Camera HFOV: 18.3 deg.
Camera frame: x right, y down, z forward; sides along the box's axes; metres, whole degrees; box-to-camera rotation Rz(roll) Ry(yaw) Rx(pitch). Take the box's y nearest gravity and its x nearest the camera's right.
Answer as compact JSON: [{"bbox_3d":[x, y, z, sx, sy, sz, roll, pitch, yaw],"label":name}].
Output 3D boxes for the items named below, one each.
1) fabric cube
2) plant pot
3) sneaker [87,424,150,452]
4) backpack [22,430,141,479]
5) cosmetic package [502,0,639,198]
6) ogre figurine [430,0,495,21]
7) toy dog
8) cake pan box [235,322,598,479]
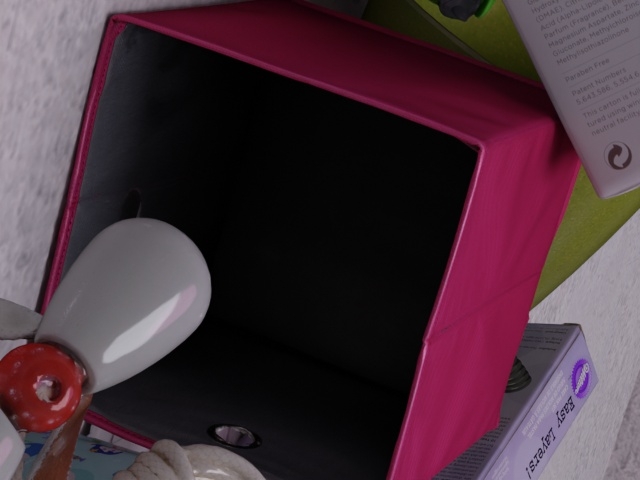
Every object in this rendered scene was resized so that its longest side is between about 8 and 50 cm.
[{"bbox_3d":[0.000,0.000,1.300,0.258,0.254,0.259,-23,130,-66],"label":"fabric cube"},{"bbox_3d":[0.095,-0.026,1.565,0.293,0.275,0.275,-58,164,18],"label":"plant pot"},{"bbox_3d":[-0.120,0.187,1.377,0.232,0.115,0.090,-61,159,-21],"label":"sneaker"},{"bbox_3d":[-0.165,0.233,1.150,0.253,0.225,0.191,-40,130,-43],"label":"backpack"},{"bbox_3d":[0.190,-0.244,1.299,0.385,0.156,0.217,64,27,-5],"label":"cosmetic package"},{"bbox_3d":[0.100,-0.232,1.472,0.097,0.118,0.197,-48,176,27],"label":"ogre figurine"},{"bbox_3d":[-0.205,0.121,1.004,0.333,0.161,0.220,-16,89,-31],"label":"toy dog"},{"bbox_3d":[0.061,0.161,1.641,0.246,0.267,0.070,-50,129,-42],"label":"cake pan box"}]
